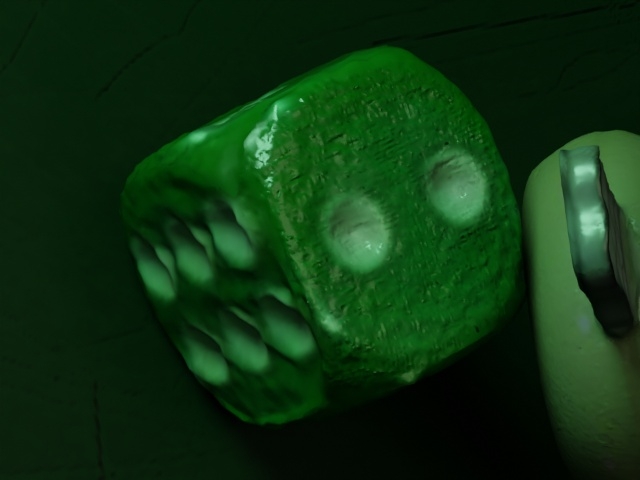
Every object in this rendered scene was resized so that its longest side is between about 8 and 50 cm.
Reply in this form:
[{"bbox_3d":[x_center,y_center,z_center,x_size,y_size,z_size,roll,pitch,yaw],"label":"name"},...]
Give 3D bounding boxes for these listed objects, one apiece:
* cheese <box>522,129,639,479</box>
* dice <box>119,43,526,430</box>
[{"bbox_3d":[0.126,0.020,0.783,0.082,0.286,0.163,-9,71,10],"label":"cheese"},{"bbox_3d":[0.000,0.000,0.772,0.120,0.128,0.131,-30,98,-33],"label":"dice"}]
